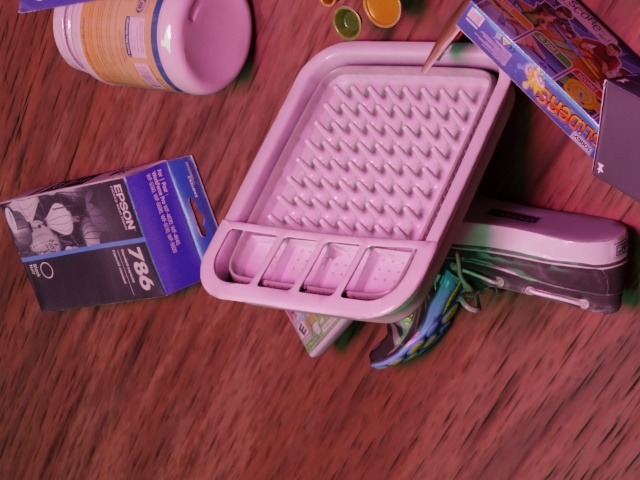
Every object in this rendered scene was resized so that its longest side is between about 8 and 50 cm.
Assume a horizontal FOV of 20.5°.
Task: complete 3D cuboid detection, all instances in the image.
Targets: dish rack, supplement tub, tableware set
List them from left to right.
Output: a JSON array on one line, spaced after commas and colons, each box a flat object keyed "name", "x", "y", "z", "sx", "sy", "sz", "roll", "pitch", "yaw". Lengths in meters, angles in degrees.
[{"name": "supplement tub", "x": -0.194, "y": -0.245, "z": 2.022, "sx": 0.200, "sy": 0.144, "sz": 0.144, "roll": 10, "pitch": 117, "yaw": 37}, {"name": "dish rack", "x": 0.050, "y": -0.056, "z": 1.827, "sx": 0.285, "sy": 0.333, "sz": 0.072, "roll": 6, "pitch": 151, "yaw": 41}, {"name": "tableware set", "x": 0.054, "y": -0.267, "z": 1.797, "sx": 0.154, "sy": 0.024, "sz": 0.104, "roll": -22, "pitch": 97, "yaw": 44}]

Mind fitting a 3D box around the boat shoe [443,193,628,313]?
[{"name": "boat shoe", "x": 0.176, "y": 0.014, "z": 1.860, "sx": 0.306, "sy": 0.113, "sz": 0.105, "roll": 9, "pitch": 112, "yaw": 24}]

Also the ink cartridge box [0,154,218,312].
[{"name": "ink cartridge box", "x": -0.267, "y": -0.004, "z": 2.269, "sx": 0.333, "sy": 0.065, "sz": 0.165, "roll": -11, "pitch": 103, "yaw": 42}]

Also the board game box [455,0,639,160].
[{"name": "board game box", "x": 0.242, "y": -0.168, "z": 1.691, "sx": 0.201, "sy": 0.136, "sz": 0.035, "roll": 47, "pitch": 133, "yaw": 13}]

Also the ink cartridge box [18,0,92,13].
[{"name": "ink cartridge box", "x": -0.267, "y": -0.379, "z": 2.001, "sx": 0.223, "sy": 0.045, "sz": 0.224, "roll": -3, "pitch": 72, "yaw": 41}]

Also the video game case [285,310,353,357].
[{"name": "video game case", "x": 0.000, "y": 0.000, "z": 2.031, "sx": 0.212, "sy": 0.023, "sz": 0.193, "roll": -51, "pitch": 60, "yaw": 44}]

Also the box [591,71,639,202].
[{"name": "box", "x": 0.391, "y": -0.067, "z": 1.526, "sx": 0.261, "sy": 0.184, "sz": 0.103, "roll": 37, "pitch": 135, "yaw": 48}]

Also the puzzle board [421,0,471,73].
[{"name": "puzzle board", "x": 0.149, "y": -0.232, "z": 1.771, "sx": 0.011, "sy": 0.096, "sz": 0.128, "roll": 35, "pitch": 133, "yaw": -6}]

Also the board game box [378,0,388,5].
[{"name": "board game box", "x": 0.051, "y": -0.377, "z": 1.804, "sx": 0.194, "sy": 0.060, "sz": 0.194, "roll": 44, "pitch": 132, "yaw": 15}]

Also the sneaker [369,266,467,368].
[{"name": "sneaker", "x": 0.107, "y": 0.073, "z": 1.989, "sx": 0.078, "sy": 0.067, "sz": 0.188, "roll": 48, "pitch": 130, "yaw": 23}]
